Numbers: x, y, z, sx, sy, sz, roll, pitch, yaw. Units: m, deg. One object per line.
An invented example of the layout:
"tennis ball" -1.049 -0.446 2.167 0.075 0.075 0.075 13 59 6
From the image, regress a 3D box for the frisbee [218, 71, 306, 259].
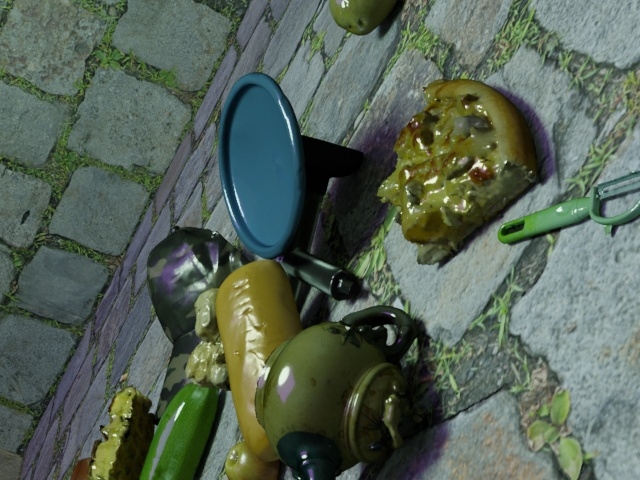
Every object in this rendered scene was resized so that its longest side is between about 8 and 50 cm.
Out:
"frisbee" -0.083 -0.116 1.309 0.289 0.049 0.289 23 117 57

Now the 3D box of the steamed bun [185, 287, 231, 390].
"steamed bun" -0.162 0.161 1.437 0.192 0.106 0.177 17 -98 -74

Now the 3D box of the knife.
"knife" 0.241 -0.018 0.825 0.212 0.015 0.054 -23 55 62

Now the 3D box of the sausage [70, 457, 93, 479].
"sausage" -0.582 0.703 2.015 0.419 0.094 0.094 -97 6 -54

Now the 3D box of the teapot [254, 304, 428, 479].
"teapot" 0.039 0.176 0.953 0.183 0.173 0.269 10 46 35

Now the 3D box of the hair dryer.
"hair dryer" 0.016 -0.013 1.329 0.284 0.156 0.320 5 85 48

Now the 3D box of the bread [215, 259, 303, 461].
"bread" -0.084 0.165 1.226 0.142 0.091 0.305 -37 48 21

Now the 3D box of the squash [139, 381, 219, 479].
"squash" -0.267 0.399 1.537 0.101 0.101 0.378 -5 62 68

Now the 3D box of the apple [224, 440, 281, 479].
"apple" -0.099 0.329 1.222 0.084 0.071 0.084 -50 26 37

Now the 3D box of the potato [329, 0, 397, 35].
"potato" 0.079 -0.474 1.540 0.157 0.157 0.193 -14 57 66

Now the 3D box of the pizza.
"pizza" 0.149 -0.096 1.045 0.223 0.089 0.323 -57 21 17

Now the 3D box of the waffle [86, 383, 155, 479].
"waffle" -0.375 0.421 1.626 0.309 0.065 0.283 59 -156 -78

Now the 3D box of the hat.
"hat" -0.304 0.170 1.751 0.366 0.257 0.381 -43 12 51
